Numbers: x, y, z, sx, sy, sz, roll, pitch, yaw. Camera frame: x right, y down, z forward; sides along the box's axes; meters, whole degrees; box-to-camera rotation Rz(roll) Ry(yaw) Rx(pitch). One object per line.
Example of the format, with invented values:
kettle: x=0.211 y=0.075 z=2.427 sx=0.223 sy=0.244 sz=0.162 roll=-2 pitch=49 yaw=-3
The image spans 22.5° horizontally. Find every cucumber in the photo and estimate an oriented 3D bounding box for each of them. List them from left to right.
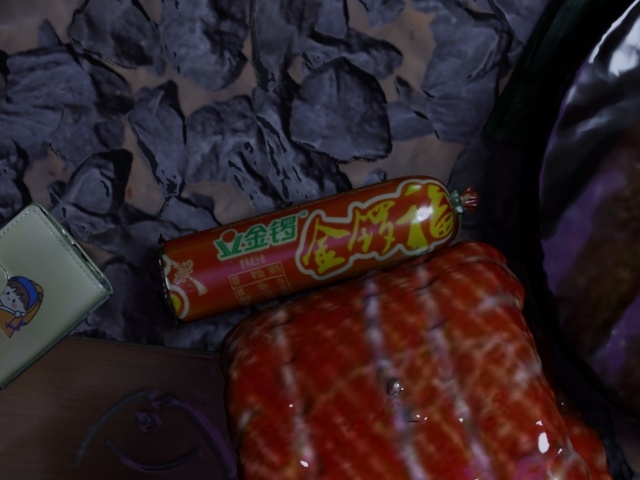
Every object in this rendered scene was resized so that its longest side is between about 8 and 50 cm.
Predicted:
cucumber: x=0.230 y=-0.167 z=1.246 sx=0.115 sy=0.063 sz=0.244 roll=24 pitch=102 yaw=0

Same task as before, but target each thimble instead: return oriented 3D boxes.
thimble: x=0.089 y=0.175 z=1.189 sx=0.231 sy=0.350 sz=0.350 roll=-23 pitch=99 yaw=8

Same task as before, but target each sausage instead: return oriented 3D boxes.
sausage: x=0.000 y=0.000 z=1.301 sx=0.264 sy=0.083 sz=0.083 roll=-16 pitch=100 yaw=8

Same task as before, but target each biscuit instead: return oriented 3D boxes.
biscuit: x=0.345 y=-0.038 z=1.221 sx=0.407 sy=0.091 sz=0.407 roll=-1 pitch=103 yaw=-5

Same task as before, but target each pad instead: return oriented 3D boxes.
pad: x=-0.147 y=0.226 z=1.393 sx=0.287 sy=0.018 sz=0.284 roll=6 pitch=103 yaw=5

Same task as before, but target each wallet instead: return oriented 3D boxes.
wallet: x=-0.263 y=0.052 z=1.353 sx=0.155 sy=0.039 sz=0.110 roll=-40 pitch=89 yaw=8
